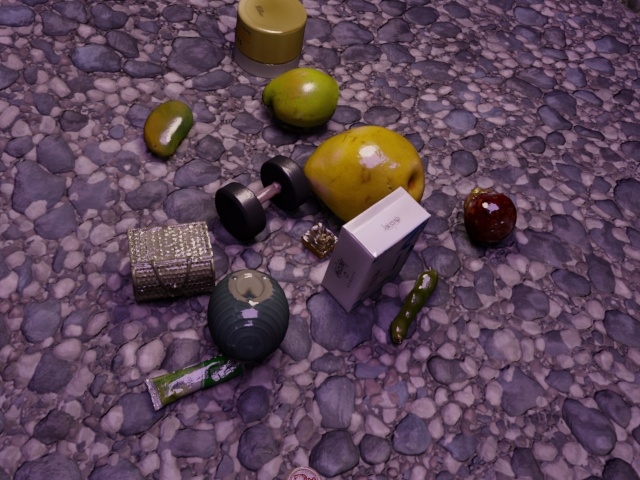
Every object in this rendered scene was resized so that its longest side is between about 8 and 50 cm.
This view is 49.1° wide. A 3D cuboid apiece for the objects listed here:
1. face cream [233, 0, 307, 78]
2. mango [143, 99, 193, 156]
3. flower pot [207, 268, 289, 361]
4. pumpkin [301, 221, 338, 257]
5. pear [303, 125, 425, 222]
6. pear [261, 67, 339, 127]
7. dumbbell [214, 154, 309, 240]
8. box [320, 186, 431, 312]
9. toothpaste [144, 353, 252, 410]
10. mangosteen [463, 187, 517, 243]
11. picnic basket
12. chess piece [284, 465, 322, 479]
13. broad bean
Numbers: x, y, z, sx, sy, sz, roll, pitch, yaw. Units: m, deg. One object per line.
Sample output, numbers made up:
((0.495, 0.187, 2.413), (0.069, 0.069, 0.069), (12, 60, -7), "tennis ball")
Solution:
((-0.160, -0.652, 2.207), (0.218, 0.179, 0.218), (5, 54, -7), "face cream")
((-0.434, -0.321, 1.972), (0.122, 0.086, 0.191), (25, 53, 3), "mango")
((-0.166, 0.167, 1.612), (0.189, 0.157, 0.243), (0, 29, -9), "flower pot")
((0.000, 0.000, 1.849), (0.083, 0.054, 0.074), (41, 61, 12), "pumpkin")
((0.117, -0.171, 1.889), (0.284, 0.336, 0.285), (-4, 98, -30), "pear")
((-0.061, -0.417, 2.061), (0.219, 0.187, 0.188), (-3, 55, -12), "pear")
((-0.152, -0.114, 1.839), (0.218, 0.152, 0.152), (-35, 68, -31), "dumbbell")
((0.131, 0.027, 1.716), (0.203, 0.274, 0.116), (-33, 69, -30), "box")
((-0.266, 0.305, 1.580), (0.247, 0.047, 0.078), (-17, 64, -20), "toothpaste")
((0.454, -0.071, 1.951), (0.146, 0.156, 0.181), (-46, 41, -8), "mangosteen")
((-0.357, 0.060, 1.684), (0.196, 0.134, 0.154), (-6, 53, -16), "picnic basket")
((-0.036, 0.519, 1.475), (0.083, 0.038, 0.084), (6, 55, -9), "chess piece")
((0.235, 0.166, 1.778), (0.052, 0.052, 0.256), (51, 52, -21), "broad bean")
